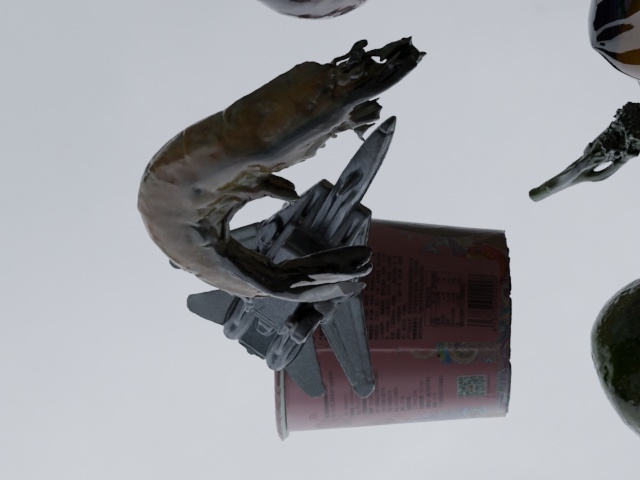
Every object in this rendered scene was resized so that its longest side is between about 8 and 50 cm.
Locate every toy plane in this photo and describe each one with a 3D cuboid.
[{"bbox_3d":[-0.005,0.006,1.386,0.212,0.267,0.088,35,-139,5],"label":"toy plane"}]

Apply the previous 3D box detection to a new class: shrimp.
[{"bbox_3d":[-0.006,-0.034,1.040,0.152,0.219,0.046,47,-156,-23],"label":"shrimp"}]

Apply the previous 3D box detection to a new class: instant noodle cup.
[{"bbox_3d":[0.073,0.080,1.706,0.231,0.243,0.243,0,-140,2],"label":"instant noodle cup"}]

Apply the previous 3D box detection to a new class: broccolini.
[{"bbox_3d":[0.325,-0.090,1.952,0.068,0.202,0.091,46,-134,2],"label":"broccolini"}]

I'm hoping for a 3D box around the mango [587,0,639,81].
[{"bbox_3d":[0.303,-0.160,1.008,0.287,0.152,0.201,-7,-135,-15],"label":"mango"}]

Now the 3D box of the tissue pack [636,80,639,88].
[{"bbox_3d":[0.333,-0.144,1.407,0.136,0.246,0.159,-25,-145,11],"label":"tissue pack"}]

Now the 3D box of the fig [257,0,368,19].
[{"bbox_3d":[-0.007,-0.224,1.065,0.148,0.202,0.149,16,-127,-26],"label":"fig"}]

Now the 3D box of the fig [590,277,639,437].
[{"bbox_3d":[0.425,0.110,1.831,0.235,0.203,0.203,-32,-143,19],"label":"fig"}]
